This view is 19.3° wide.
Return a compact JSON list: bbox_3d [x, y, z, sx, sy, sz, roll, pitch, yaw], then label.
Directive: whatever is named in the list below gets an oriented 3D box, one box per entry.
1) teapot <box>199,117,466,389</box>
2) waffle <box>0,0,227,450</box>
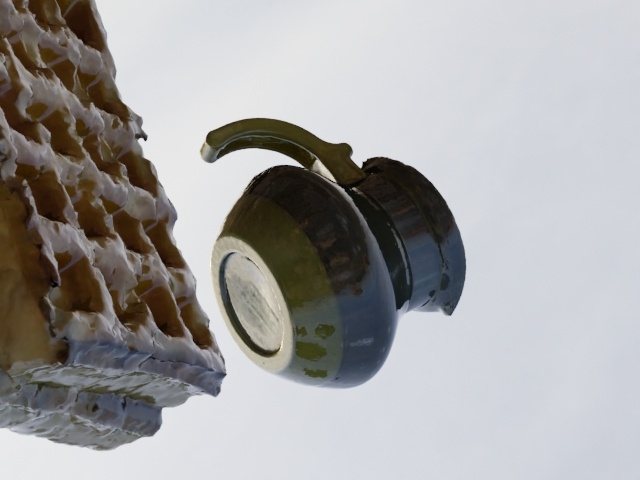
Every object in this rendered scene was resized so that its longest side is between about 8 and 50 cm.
[{"bbox_3d":[0.000,0.000,1.050,0.119,0.166,0.130,-23,163,-30],"label":"teapot"},{"bbox_3d":[-0.079,-0.025,0.462,0.042,0.148,0.102,-27,162,14],"label":"waffle"}]
